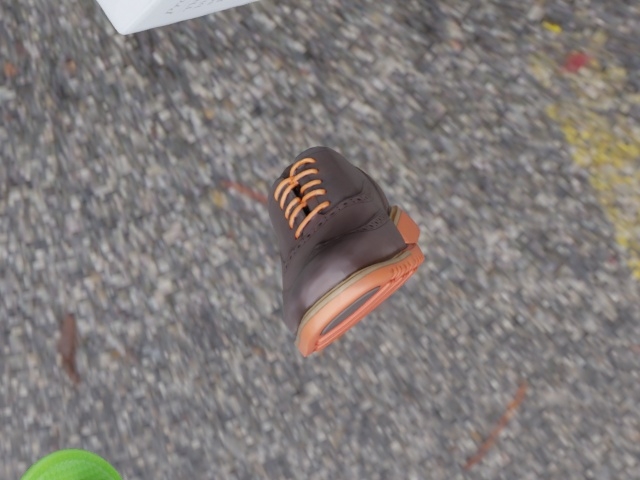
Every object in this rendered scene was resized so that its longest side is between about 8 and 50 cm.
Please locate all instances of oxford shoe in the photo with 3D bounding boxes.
[{"bbox_3d":[0.000,0.000,1.117,0.097,0.271,0.098,-39,95,6],"label":"oxford shoe"}]

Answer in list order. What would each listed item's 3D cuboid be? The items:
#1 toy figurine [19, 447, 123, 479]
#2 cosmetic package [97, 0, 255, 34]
[{"bbox_3d":[-0.112,0.215,1.131,0.130,0.159,0.173,50,48,-37],"label":"toy figurine"},{"bbox_3d":[-0.051,-0.427,1.572,0.329,0.394,0.327,-38,82,35],"label":"cosmetic package"}]
